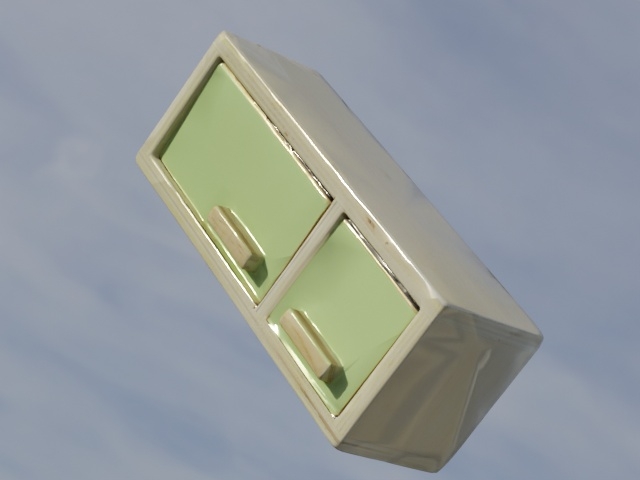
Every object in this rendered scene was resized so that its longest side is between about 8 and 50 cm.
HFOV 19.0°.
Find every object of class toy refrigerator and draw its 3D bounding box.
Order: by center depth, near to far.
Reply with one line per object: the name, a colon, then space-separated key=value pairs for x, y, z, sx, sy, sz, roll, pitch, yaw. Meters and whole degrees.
toy refrigerator: x=0.000 y=0.000 z=1.085 sx=0.094 sy=0.102 sz=0.269 roll=19 pitch=25 yaw=-44
